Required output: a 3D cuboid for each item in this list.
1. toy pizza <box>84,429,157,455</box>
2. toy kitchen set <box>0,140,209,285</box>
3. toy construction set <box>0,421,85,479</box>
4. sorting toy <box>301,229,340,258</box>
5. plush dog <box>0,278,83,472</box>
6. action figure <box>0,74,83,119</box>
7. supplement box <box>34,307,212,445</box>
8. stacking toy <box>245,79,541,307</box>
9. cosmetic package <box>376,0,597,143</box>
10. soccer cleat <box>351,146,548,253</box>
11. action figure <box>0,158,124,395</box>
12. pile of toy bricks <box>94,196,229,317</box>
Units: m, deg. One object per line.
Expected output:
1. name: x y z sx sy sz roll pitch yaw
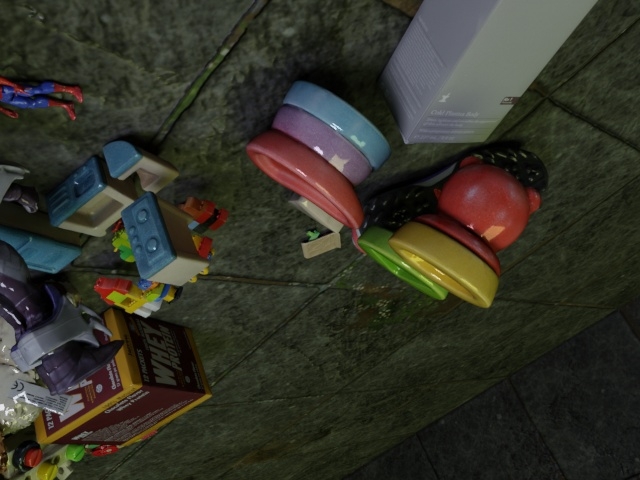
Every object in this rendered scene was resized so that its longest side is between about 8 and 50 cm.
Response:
1. toy pizza: -0.423 0.409 1.386 0.201 0.032 0.201 -19 152 -10
2. toy kitchen set: -0.246 0.004 0.674 0.207 0.166 0.122 -34 152 18
3. toy construction set: -0.496 0.407 1.113 0.151 0.214 0.327 7 -166 3
4. sorting toy: 0.000 0.000 1.030 0.062 0.012 0.083 -17 155 -4
5. plush dog: -0.415 0.183 0.863 0.263 0.210 0.225 -18 175 -13
6. action figure: -0.271 -0.128 0.576 0.115 0.030 0.038 3 147 -38
7. supplement box: -0.317 0.223 1.041 0.191 0.129 0.194 -32 152 15
8. stacking toy: 0.081 -0.058 0.761 0.130 0.309 0.279 -55 173 -5
9. cosmetic package: 0.173 -0.217 0.694 0.127 0.107 0.238 -5 150 -28
10. soccer cleat: 0.195 -0.058 1.013 0.319 0.108 0.116 -21 173 -11
11. action figure: -0.309 0.016 0.598 0.185 0.285 0.099 -25 -162 40
12. pile of toy bricks: -0.210 0.010 0.810 0.105 0.118 0.212 29 144 -24
